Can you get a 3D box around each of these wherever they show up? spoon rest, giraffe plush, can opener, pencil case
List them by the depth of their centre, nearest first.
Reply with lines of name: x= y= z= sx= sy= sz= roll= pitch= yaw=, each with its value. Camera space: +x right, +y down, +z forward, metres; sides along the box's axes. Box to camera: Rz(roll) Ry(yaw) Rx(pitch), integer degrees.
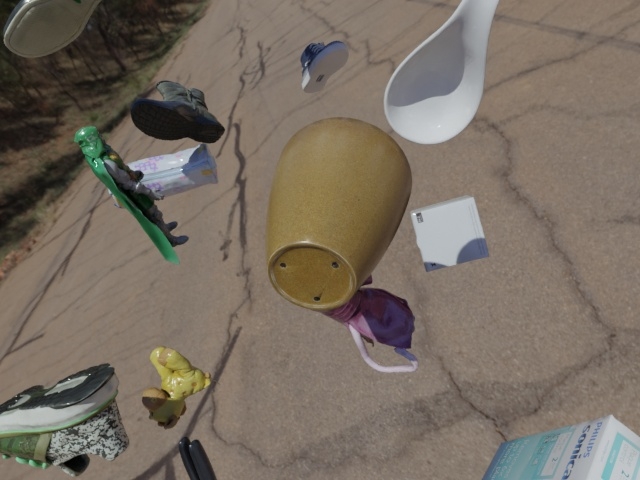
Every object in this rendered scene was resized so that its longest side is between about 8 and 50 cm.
spoon rest: x=0.181 y=-0.261 z=0.550 sx=0.084 sy=0.138 sz=0.276 roll=-75 pitch=3 yaw=-57
can opener: x=-0.201 y=0.418 z=0.688 sx=0.059 sy=0.185 sz=0.073 roll=0 pitch=16 yaw=20
pencil case: x=-0.407 y=-0.170 z=1.041 sx=0.274 sy=0.113 sz=0.124 roll=-16 pitch=-4 yaw=-10
giraffe plush: x=-0.411 y=0.414 z=1.099 sx=0.170 sy=0.210 sz=0.181 roll=-57 pitch=2 yaw=-30

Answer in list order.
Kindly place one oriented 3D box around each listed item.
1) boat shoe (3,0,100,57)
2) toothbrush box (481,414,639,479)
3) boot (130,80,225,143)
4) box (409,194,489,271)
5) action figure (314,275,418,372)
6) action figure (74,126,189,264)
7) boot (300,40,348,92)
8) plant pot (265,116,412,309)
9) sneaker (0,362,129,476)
boat shoe: x=-0.438 y=-0.404 z=0.670 sx=0.233 sy=0.084 sz=0.079 roll=-43 pitch=66 yaw=7
toothbrush box: x=0.340 y=0.404 z=0.578 sx=0.126 sy=0.295 sz=0.216 roll=40 pitch=61 yaw=16
boot: x=-0.357 y=-0.318 z=0.952 sx=0.083 sy=0.247 sz=0.161 roll=-44 pitch=69 yaw=27
box: x=0.374 y=-0.023 z=1.181 sx=0.182 sy=0.180 sz=0.119 roll=-15 pitch=6 yaw=13
action figure: x=0.038 y=0.148 z=0.929 sx=0.248 sy=0.370 sz=0.275 roll=-23 pitch=53 yaw=36
action figure: x=-0.283 y=-0.074 z=0.605 sx=0.064 sy=0.232 sz=0.137 roll=-40 pitch=54 yaw=-15
boot: x=-0.002 y=-0.405 z=0.879 sx=0.069 sy=0.085 sz=0.190 roll=-8 pitch=-3 yaw=-25
plant pot: x=0.016 y=-0.026 z=0.605 sx=0.237 sy=0.237 sz=0.254 roll=-19 pitch=30 yaw=26
sneaker: x=-0.522 y=0.376 z=0.749 sx=0.411 sy=0.181 sz=0.158 roll=-21 pitch=6 yaw=23
